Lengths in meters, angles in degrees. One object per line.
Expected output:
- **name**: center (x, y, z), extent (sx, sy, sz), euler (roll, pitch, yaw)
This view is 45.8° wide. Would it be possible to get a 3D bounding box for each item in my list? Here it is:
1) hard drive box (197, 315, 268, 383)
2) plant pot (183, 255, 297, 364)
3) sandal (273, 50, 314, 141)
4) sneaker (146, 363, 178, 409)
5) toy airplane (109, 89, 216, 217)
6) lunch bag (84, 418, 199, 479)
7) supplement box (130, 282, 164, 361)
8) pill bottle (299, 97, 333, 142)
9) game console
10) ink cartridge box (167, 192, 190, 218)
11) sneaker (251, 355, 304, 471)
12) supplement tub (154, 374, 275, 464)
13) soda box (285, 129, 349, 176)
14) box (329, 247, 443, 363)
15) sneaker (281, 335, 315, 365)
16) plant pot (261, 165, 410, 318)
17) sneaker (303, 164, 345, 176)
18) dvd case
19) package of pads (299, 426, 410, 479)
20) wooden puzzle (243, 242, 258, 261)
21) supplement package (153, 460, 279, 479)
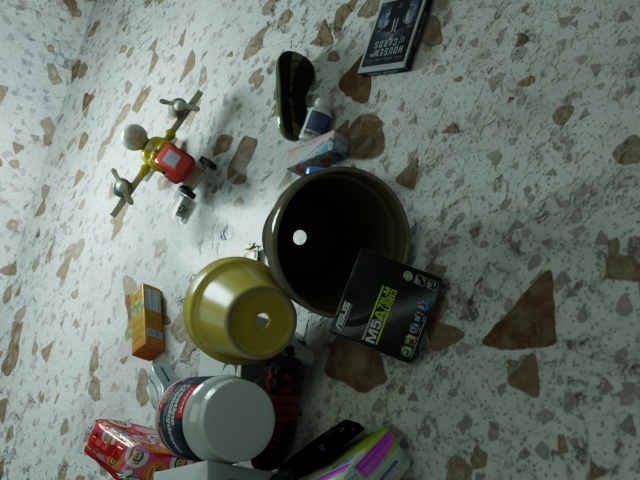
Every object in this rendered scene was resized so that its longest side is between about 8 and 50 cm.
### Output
- **hard drive box**: center (-0.225, 0.320, 1.937), extent (0.181, 0.089, 0.232), euler (-25, 52, 38)
- **plant pot**: center (-0.166, 0.169, 1.728), extent (0.239, 0.254, 0.254), euler (7, 75, 68)
- **sandal**: center (-0.092, -0.416, 2.172), extent (0.086, 0.120, 0.302), euler (-30, 48, 54)
- **sneaker**: center (-0.418, 0.449, 2.104), extent (0.258, 0.094, 0.091), euler (49, 126, 54)
- **toy airplane**: center (-0.541, -0.292, 2.481), extent (0.384, 0.272, 0.386), euler (-27, 43, 31)
- **lunch bag**: center (-0.476, 0.551, 1.961), extent (0.293, 0.258, 0.120), euler (10, 77, 51)
- **supplement box**: center (-0.537, 0.250, 2.342), extent (0.078, 0.080, 0.233), euler (-38, 43, 26)
- **pill bottle**: center (-0.008, -0.321, 2.056), extent (0.067, 0.067, 0.120), euler (13, 80, 51)
- **game console**: center (-0.077, 0.473, 1.483), extent (0.044, 0.361, 0.213), euler (53, 148, 9)
- **ink cartridge box**: center (-0.466, -0.108, 2.495), extent (0.048, 0.028, 0.083), euler (36, 98, 52)
- **sneaker**: center (-0.112, 0.397, 1.763), extent (0.135, 0.098, 0.276), euler (-174, 95, -68)
- **supplement tub**: center (-0.237, 0.394, 1.676), extent (0.272, 0.191, 0.191), euler (-19, 56, 57)
- **soda box**: center (-0.010, -0.230, 2.016), extent (0.183, 0.058, 0.063), euler (-18, 57, 43)
- **box**: center (0.135, 0.135, 1.570), extent (0.045, 0.184, 0.190), euler (82, -150, -84)
- **sneaker**: center (-0.077, 0.256, 1.825), extent (0.152, 0.061, 0.053), euler (17, 85, 53)
- **plant pot**: center (0.000, 0.000, 1.720), extent (0.280, 0.323, 0.323), euler (6, 74, 68)
- **sneaker**: center (0.027, -0.136, 1.910), extent (0.232, 0.081, 0.090), euler (6, 77, 57)
- **dvd case**: center (0.198, -0.544, 1.972), extent (0.179, 0.030, 0.238), euler (7, 75, 51)
- **package of pads**: center (0.013, 0.493, 1.465), extent (0.296, 0.229, 0.101), euler (-38, 83, 29)
- **wooden puzzle**: center (-0.192, 0.057, 2.104), extent (0.078, 0.014, 0.116), euler (-23, 54, 45)
- **supplement package**: center (-0.202, 0.599, 1.616), extent (0.198, 0.263, 0.199), euler (-25, 53, 39)
